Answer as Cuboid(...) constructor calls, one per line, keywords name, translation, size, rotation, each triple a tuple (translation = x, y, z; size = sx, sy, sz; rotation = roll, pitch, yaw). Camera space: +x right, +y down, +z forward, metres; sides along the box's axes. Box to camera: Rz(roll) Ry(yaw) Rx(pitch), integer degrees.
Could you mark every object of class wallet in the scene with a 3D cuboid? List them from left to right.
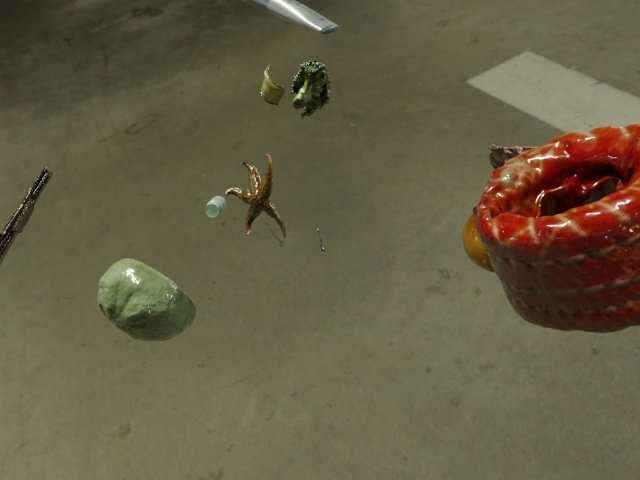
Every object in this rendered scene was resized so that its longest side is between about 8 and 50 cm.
Cuboid(name="wallet", translation=(-0.604, -0.035, 1.055), size=(0.121, 0.031, 0.233), rotation=(-17, 47, 53))

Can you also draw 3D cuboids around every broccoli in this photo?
Cuboid(name="broccoli", translation=(-0.019, -0.276, 0.969), size=(0.096, 0.095, 0.092), rotation=(-12, 44, 41))

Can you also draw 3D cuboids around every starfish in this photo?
Cuboid(name="starfish", translation=(-0.157, -0.108, 1.380), size=(0.056, 0.213, 0.238), rotation=(-12, 57, -48))

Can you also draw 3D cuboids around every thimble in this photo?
Cuboid(name="thimble", translation=(0.458, -0.026, 0.905), size=(0.349, 0.231, 0.350), rotation=(-26, 22, 12))

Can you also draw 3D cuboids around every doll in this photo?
Cuboid(name="doll", translation=(0.500, -0.034, 1.530), size=(0.213, 0.236, 0.214), rotation=(-32, 29, 20))

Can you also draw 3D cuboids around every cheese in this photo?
Cuboid(name="cheese", translation=(-0.123, -0.378, 1.282), size=(0.041, 0.060, 0.084), rotation=(-15, 72, -25))

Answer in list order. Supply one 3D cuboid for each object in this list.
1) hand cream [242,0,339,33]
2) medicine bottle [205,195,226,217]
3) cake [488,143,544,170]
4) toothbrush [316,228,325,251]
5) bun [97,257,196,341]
Cuboid(name="hand cream", translation=(-0.074, -0.520, 1.192), size=(0.255, 0.048, 0.079), rotation=(32, 43, 18))
Cuboid(name="medicine bottle", translation=(-0.298, -0.095, 1.501), size=(0.047, 0.047, 0.083), rotation=(-11, 17, 8))
Cuboid(name="cake", translation=(0.464, -0.173, 1.142), size=(0.098, 0.287, 0.135), rotation=(26, 97, 49))
Cuboid(name="toothbrush", translation=(0.000, 0.000, 1.601), size=(0.013, 0.131, 0.011), rotation=(23, 66, 20))
Cuboid(name="bun", translation=(-0.329, 0.123, 0.987), size=(0.195, 0.195, 0.118), rotation=(15, 59, 30))
